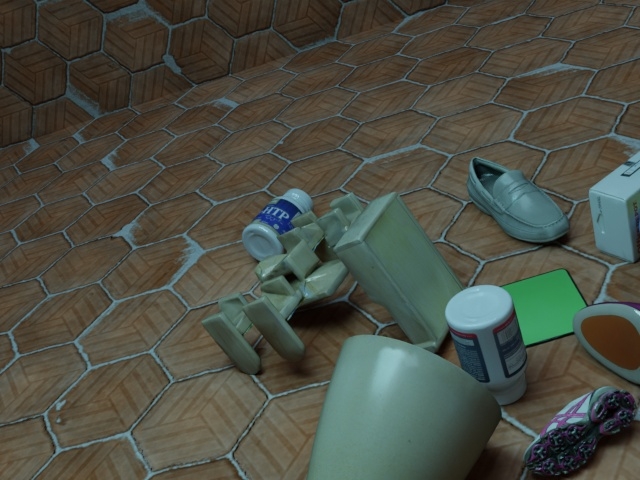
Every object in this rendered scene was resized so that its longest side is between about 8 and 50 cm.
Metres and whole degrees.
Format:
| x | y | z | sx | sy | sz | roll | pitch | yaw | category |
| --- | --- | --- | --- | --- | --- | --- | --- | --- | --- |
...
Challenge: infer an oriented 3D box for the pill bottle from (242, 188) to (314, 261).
| x | y | z | sx | sy | sz | roll | pitch | yaw | category |
| --- | --- | --- | --- | --- | --- | --- | --- | --- | --- |
| -0.096 | -0.040 | 1.969 | 0.112 | 0.112 | 0.186 | 1 | 36 | 34 | pill bottle |

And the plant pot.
| x | y | z | sx | sy | sz | roll | pitch | yaw | category |
| --- | --- | --- | --- | --- | --- | --- | --- | --- | --- |
| 0.088 | 0.319 | 1.162 | 0.256 | 0.256 | 0.274 | 6 | 56 | 39 | plant pot |

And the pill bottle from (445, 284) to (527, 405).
| x | y | z | sx | sy | sz | roll | pitch | yaw | category |
| --- | --- | --- | --- | --- | --- | --- | --- | --- | --- |
| 0.271 | 0.171 | 1.310 | 0.108 | 0.180 | 0.108 | -16 | 30 | 9 | pill bottle |

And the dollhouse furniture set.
| x | y | z | sx | sy | sz | roll | pitch | yaw | category |
| --- | --- | --- | --- | --- | --- | --- | --- | --- | --- |
| 0.047 | 0.102 | 1.607 | 0.394 | 0.256 | 0.362 | -23 | 20 | 44 | dollhouse furniture set |

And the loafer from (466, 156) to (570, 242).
| x | y | z | sx | sy | sz | roll | pitch | yaw | category |
| --- | --- | --- | --- | --- | --- | --- | --- | --- | --- |
| 0.404 | -0.090 | 1.726 | 0.112 | 0.111 | 0.319 | -28 | 30 | -12 | loafer |

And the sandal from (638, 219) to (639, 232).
| x | y | z | sx | sy | sz | roll | pitch | yaw | category |
| --- | --- | --- | --- | --- | --- | --- | --- | --- | --- |
| 0.715 | -0.063 | 1.467 | 0.317 | 0.138 | 0.126 | -24 | 57 | -6 | sandal |

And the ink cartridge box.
| x | y | z | sx | sy | sz | roll | pitch | yaw | category |
| --- | --- | --- | --- | --- | --- | --- | --- | --- | --- |
| 0.609 | -0.076 | 1.535 | 0.203 | 0.148 | 0.086 | -35 | 34 | -21 | ink cartridge box |

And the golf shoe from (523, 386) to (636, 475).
| x | y | z | sx | sy | sz | roll | pitch | yaw | category |
| --- | --- | --- | --- | --- | --- | --- | --- | --- | --- |
| 0.371 | 0.281 | 1.200 | 0.186 | 0.067 | 0.086 | -30 | 2 | -11 | golf shoe |

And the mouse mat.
| x | y | z | sx | sy | sz | roll | pitch | yaw | category |
| --- | --- | --- | --- | --- | --- | --- | --- | --- | --- |
| 0.401 | 0.121 | 1.489 | 0.153 | 0.007 | 0.189 | -17 | 31 | 7 | mouse mat |

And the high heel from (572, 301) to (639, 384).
| x | y | z | sx | sy | sz | roll | pitch | yaw | category |
| --- | --- | --- | --- | --- | --- | --- | --- | --- | --- |
| 0.581 | 0.157 | 1.249 | 0.181 | 0.127 | 0.377 | -12 | 19 | -35 | high heel |
